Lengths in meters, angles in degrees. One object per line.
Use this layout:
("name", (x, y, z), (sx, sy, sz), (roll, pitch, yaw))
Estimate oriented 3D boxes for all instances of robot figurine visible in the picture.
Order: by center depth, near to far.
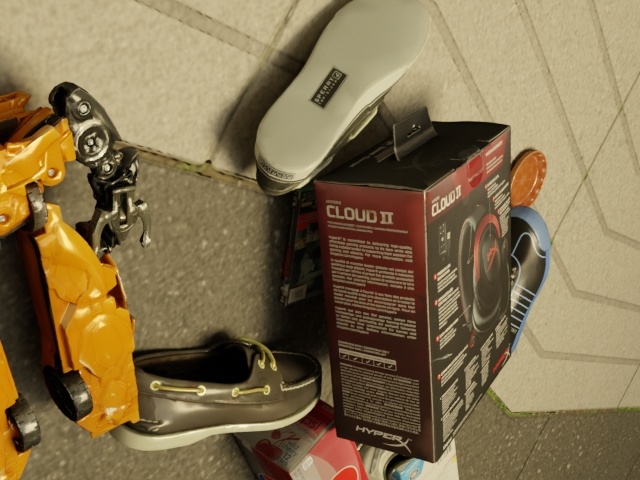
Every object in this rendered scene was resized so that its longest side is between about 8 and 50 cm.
("robot figurine", (-0.209, 0.035, 0.549), (0.211, 0.085, 0.291), (-28, 131, -37))

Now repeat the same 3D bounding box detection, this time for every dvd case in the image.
("dvd case", (0.000, 0.000, 0.827), (0.087, 0.013, 0.119), (-16, 121, -43))

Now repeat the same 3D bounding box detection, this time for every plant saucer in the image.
("plant saucer", (0.262, -0.076, 1.082), (0.083, 0.013, 0.083), (-26, 128, -38))

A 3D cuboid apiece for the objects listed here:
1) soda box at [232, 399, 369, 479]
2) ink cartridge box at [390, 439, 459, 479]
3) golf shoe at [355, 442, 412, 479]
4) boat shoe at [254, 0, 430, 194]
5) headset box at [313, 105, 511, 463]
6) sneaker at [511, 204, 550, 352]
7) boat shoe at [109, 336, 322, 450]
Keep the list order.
("soda box", (-0.003, 0.270, 0.916), (0.083, 0.092, 0.263), (-44, 138, -26))
("ink cartridge box", (0.126, 0.311, 1.113), (0.104, 0.061, 0.181), (-38, 135, -28))
("golf shoe", (0.100, 0.226, 1.016), (0.176, 0.086, 0.069), (-55, 140, -13))
("boat shoe", (0.014, -0.130, 0.729), (0.219, 0.078, 0.070), (-50, 175, -22))
("headset box", (0.100, 0.023, 0.812), (0.218, 0.110, 0.293), (-36, 127, -52))
("sneaker", (0.227, 0.072, 1.074), (0.090, 0.081, 0.232), (-26, 131, -47))
("boat shoe", (-0.079, 0.126, 0.753), (0.228, 0.081, 0.068), (-5, 119, -45))
